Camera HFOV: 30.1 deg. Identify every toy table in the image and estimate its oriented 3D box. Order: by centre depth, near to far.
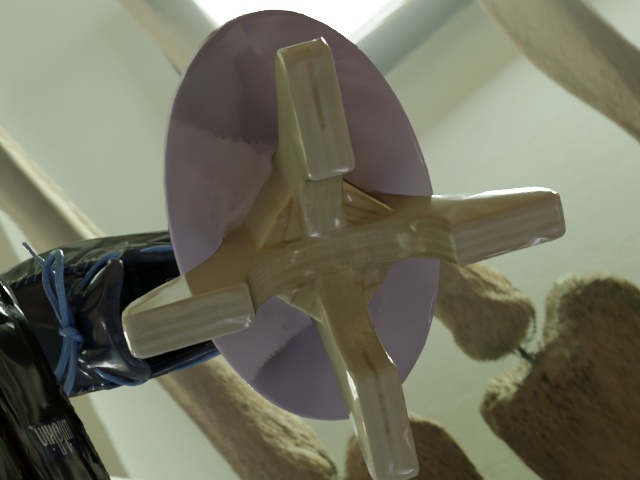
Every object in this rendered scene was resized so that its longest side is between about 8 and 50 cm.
[{"bbox_3d":[0.000,0.000,0.720,0.252,0.274,0.161,-27,-165,-6],"label":"toy table"}]

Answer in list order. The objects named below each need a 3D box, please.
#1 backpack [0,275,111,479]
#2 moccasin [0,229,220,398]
[{"bbox_3d":[-0.150,0.150,0.418,0.191,0.225,0.253,-39,-98,15],"label":"backpack"},{"bbox_3d":[-0.150,0.046,0.923,0.342,0.117,0.137,-20,-84,4],"label":"moccasin"}]
